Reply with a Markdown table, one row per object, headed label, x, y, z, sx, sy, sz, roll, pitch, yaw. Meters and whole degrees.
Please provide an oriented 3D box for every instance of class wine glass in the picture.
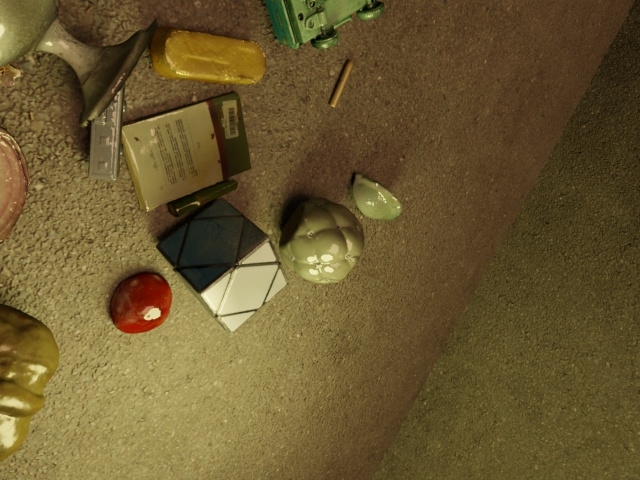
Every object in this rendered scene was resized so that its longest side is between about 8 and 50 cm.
| label | x | y | z | sx | sy | sz | roll | pitch | yaw |
| --- | --- | --- | --- | --- | --- | --- | --- | --- | --- |
| wine glass | -0.438 | -0.333 | 0.670 | 0.322 | 0.238 | 0.238 | 31 | 91 | -37 |

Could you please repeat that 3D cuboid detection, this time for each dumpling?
| label | x | y | z | sx | sy | sz | roll | pitch | yaw |
| --- | --- | --- | --- | --- | --- | --- | --- | --- | --- |
| dumpling | 0.186 | -0.140 | 1.504 | 0.217 | 0.149 | 0.105 | 52 | 34 | -41 |

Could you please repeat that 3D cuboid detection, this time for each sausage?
| label | x | y | z | sx | sy | sz | roll | pitch | yaw |
| --- | --- | --- | --- | --- | --- | --- | --- | --- | --- |
| sausage | 0.058 | -0.430 | 1.281 | 0.024 | 0.024 | 0.133 | 12 | 106 | -48 |

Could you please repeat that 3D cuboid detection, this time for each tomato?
| label | x | y | z | sx | sy | sz | roll | pitch | yaw |
| --- | --- | --- | --- | --- | --- | --- | --- | --- | --- |
| tomato | -0.419 | 0.165 | 1.121 | 0.139 | 0.091 | 0.159 | 18 | 103 | -47 |

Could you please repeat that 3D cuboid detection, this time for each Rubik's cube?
| label | x | y | z | sx | sy | sz | roll | pitch | yaw |
| --- | --- | --- | --- | --- | --- | --- | --- | --- | --- |
| Rubik's cube | -0.231 | 0.061 | 1.137 | 0.205 | 0.205 | 0.207 | -40 | 146 | -18 |

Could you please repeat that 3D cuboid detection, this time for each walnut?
| label | x | y | z | sx | sy | sz | roll | pitch | yaw |
| --- | --- | --- | --- | --- | --- | --- | --- | --- | --- |
| walnut | -0.636 | 0.255 | 0.833 | 0.253 | 0.282 | 0.277 | -25 | 140 | 23 |

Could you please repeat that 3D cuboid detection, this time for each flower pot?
| label | x | y | z | sx | sy | sz | roll | pitch | yaw |
| --- | --- | --- | --- | --- | --- | --- | --- | --- | --- |
| flower pot | 0.000 | 0.000 | 1.328 | 0.195 | 0.246 | 0.246 | 31 | 91 | -17 |

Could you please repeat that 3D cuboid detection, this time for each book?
| label | x | y | z | sx | sy | sz | roll | pitch | yaw |
| --- | --- | --- | --- | --- | --- | --- | --- | --- | --- |
| book | -0.294 | -0.206 | 1.065 | 0.289 | 0.026 | 0.202 | -27 | 130 | -31 |

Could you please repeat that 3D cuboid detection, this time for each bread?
| label | x | y | z | sx | sy | sz | roll | pitch | yaw |
| --- | --- | --- | --- | --- | --- | --- | --- | --- | --- |
| bread | -0.232 | -0.382 | 0.974 | 0.245 | 0.094 | 0.102 | -12 | 113 | -41 |

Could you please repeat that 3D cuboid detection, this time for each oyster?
| label | x | y | z | sx | sy | sz | roll | pitch | yaw |
| --- | --- | --- | --- | --- | --- | --- | --- | --- | --- |
| oyster | -0.544 | -0.289 | 0.764 | 0.051 | 0.034 | 0.093 | -45 | 152 | 8 |

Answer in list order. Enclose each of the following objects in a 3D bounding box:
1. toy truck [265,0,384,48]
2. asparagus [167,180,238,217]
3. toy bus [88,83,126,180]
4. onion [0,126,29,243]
| label | x | y | z | sx | sy | sz | roll | pitch | yaw |
| --- | --- | --- | --- | --- | --- | --- | --- | --- | --- |
| toy truck | 0.016 | -0.555 | 1.060 | 0.278 | 0.156 | 0.155 | -40 | 136 | -21 |
| asparagus | -0.280 | -0.108 | 1.129 | 0.178 | 0.045 | 0.041 | -30 | 114 | -31 |
| toy bus | -0.412 | -0.212 | 0.896 | 0.064 | 0.075 | 0.191 | 6 | 113 | -18 |
| onion | -0.622 | -0.098 | 0.758 | 0.247 | 0.111 | 0.250 | 3 | 100 | -66 |
